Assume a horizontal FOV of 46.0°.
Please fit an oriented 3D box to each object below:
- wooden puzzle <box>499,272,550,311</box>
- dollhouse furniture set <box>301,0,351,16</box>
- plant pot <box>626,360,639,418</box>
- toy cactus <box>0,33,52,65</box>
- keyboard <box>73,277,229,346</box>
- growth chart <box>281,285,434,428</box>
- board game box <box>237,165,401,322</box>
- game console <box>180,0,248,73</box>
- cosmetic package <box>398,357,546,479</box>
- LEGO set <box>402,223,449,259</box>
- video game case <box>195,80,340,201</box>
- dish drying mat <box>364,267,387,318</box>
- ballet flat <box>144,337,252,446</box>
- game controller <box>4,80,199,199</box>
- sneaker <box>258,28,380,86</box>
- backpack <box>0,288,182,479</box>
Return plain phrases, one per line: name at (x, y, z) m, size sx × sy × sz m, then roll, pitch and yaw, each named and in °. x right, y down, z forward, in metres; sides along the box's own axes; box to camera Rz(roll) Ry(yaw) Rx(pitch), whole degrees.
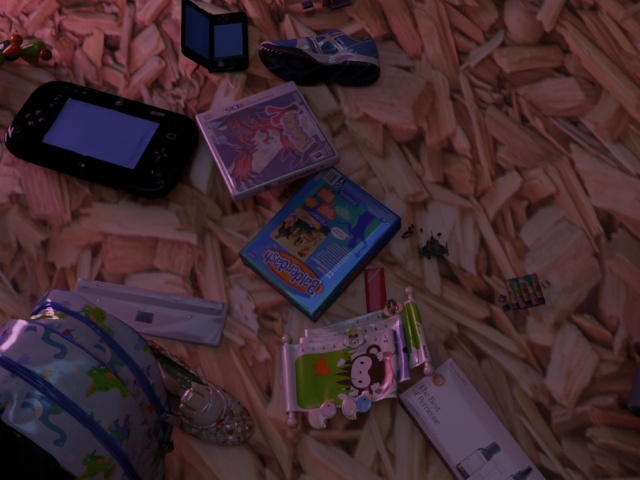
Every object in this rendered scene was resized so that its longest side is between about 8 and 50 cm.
wooden puzzle at (0.313, 0.079, 1.157) m, size 0.083 × 0.006 × 0.049 m, roll -12°, pitch 69°, yaw 0°
dollhouse furniture set at (-0.004, -0.481, 1.355) m, size 0.091 × 0.081 × 0.114 m, roll -17°, pitch 69°, yaw -2°
plant pot at (0.578, 0.117, 0.966) m, size 0.341 × 0.341 × 0.334 m, roll 25°, pitch 81°, yaw 13°
toy cactus at (-0.596, -0.315, 1.348) m, size 0.219 × 0.112 × 0.180 m, roll -34°, pitch 51°, yaw -5°
keyboard at (-0.275, 0.112, 1.193) m, size 0.256 × 0.014 × 0.072 m, roll 9°, pitch 75°, yaw 8°
growth chart at (0.050, 0.176, 1.107) m, size 0.237 × 0.021 × 0.172 m, roll -20°, pitch 53°, yaw 4°
board game box at (0.000, 0.000, 1.190) m, size 0.160 × 0.047 × 0.210 m, roll 39°, pitch 76°, yaw 19°
game console at (-0.186, -0.366, 1.333) m, size 0.107 × 0.071 × 0.122 m, roll -4°, pitch 70°, yaw 3°
cosmetic package at (0.218, 0.291, 1.056) m, size 0.099 × 0.060 × 0.239 m, roll -34°, pitch 70°, yaw -9°
LEGO set at (0.169, 0.006, 1.192) m, size 0.054 × 0.023 × 0.083 m, roll -32°, pitch 57°, yaw -10°
video game case at (-0.090, -0.168, 1.242) m, size 0.183 × 0.023 × 0.201 m, roll -22°, pitch 55°, yaw -9°
dish drying mat at (0.086, 0.083, 1.173) m, size 0.032 × 0.008 × 0.083 m, roll -4°, pitch 69°, yaw 2°
ballet flat at (-0.209, 0.223, 1.109) m, size 0.241 × 0.077 × 0.091 m, roll 29°, pitch 74°, yaw 14°
game controller at (-0.369, -0.175, 1.279) m, size 0.319 × 0.067 × 0.166 m, roll 17°, pitch 72°, yaw 10°
sneaker at (-0.001, -0.319, 1.303) m, size 0.211 × 0.080 × 0.081 m, roll 7°, pitch 63°, yaw -3°
backpack at (-0.327, 0.228, 0.970) m, size 0.290 × 0.355 × 0.273 m, roll 32°, pitch 74°, yaw 16°
